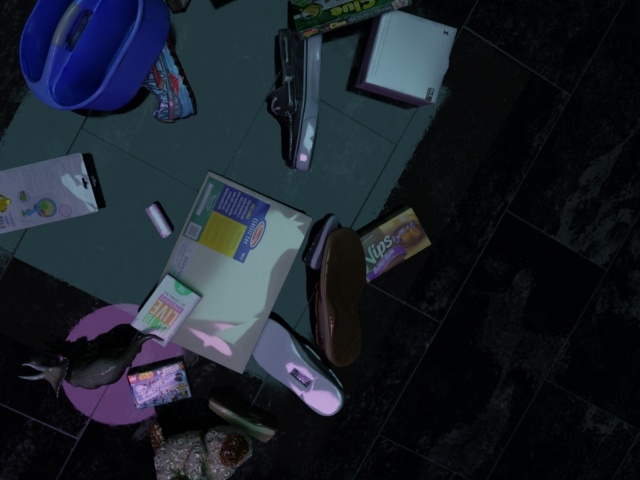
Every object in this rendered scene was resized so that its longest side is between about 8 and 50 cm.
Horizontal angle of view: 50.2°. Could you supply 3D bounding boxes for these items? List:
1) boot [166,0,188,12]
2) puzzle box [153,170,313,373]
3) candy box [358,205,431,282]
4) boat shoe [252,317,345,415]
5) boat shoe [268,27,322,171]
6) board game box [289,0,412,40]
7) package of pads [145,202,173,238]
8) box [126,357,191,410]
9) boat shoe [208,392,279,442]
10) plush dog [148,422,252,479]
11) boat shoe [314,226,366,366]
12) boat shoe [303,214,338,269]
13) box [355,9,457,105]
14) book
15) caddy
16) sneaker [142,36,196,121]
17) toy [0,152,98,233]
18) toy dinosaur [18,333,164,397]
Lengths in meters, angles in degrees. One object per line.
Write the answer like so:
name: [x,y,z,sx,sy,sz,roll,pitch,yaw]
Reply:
boot: [-0.322,-0.586,1.541,0.106,0.037,0.114,-36,98,10]
puzzle box: [-0.219,0.074,1.611,0.272,0.052,0.409,25,93,1]
candy box: [0.164,0.008,1.687,0.187,0.053,0.109,-30,101,-5]
boat shoe: [-0.055,0.298,1.668,0.301,0.102,0.108,40,98,10]
boat shoe: [-0.061,-0.327,1.588,0.119,0.121,0.335,3,86,-2]
board game box: [0.064,-0.540,1.543,0.260,0.030,0.136,-17,56,5]
package of pads: [-0.376,-0.047,1.595,0.032,0.050,0.083,-30,100,-4]
box: [-0.390,0.348,1.656,0.137,0.027,0.094,-13,100,-7]
boat shoe: [-0.199,0.446,1.683,0.190,0.068,0.072,31,107,-10]
plush dog: [-0.270,0.504,1.608,0.225,0.262,0.210,-15,78,-10]
boat shoe: [0.029,0.128,1.644,0.123,0.123,0.342,-14,110,-32]
boat shoe: [0.000,0.000,1.664,0.040,0.049,0.142,23,88,27]
box: [0.197,-0.426,1.602,0.182,0.119,0.181,14,94,-11]
book: [-0.355,0.161,1.579,0.096,0.035,0.144,36,92,-5]
caddy: [-0.477,-0.429,1.416,0.241,0.179,0.341,37,103,13]
sneaker: [-0.378,-0.389,1.525,0.125,0.104,0.261,-23,100,-3]
toy: [-0.631,-0.108,1.546,0.237,0.056,0.136,-13,103,-2]
toy dinosaur: [-0.494,0.290,1.546,0.314,0.160,0.121,-7,104,16]
